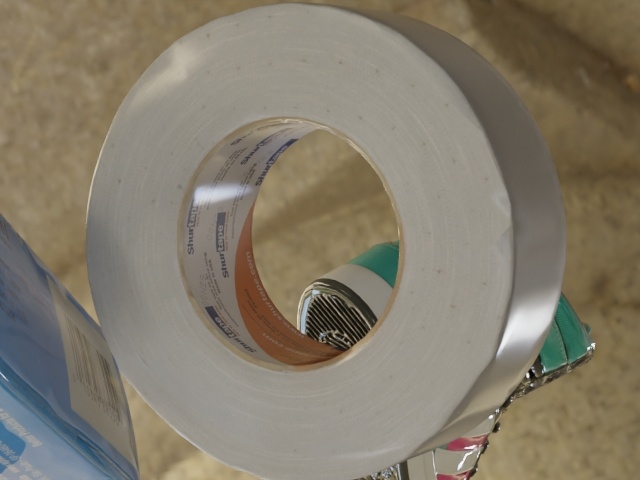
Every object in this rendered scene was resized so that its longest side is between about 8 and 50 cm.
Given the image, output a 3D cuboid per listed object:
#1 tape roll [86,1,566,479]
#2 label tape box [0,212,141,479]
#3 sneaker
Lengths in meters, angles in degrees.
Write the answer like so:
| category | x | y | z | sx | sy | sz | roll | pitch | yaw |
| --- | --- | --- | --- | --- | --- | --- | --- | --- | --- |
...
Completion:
| category | x | y | z | sx | sy | sz | roll | pitch | yaw |
| --- | --- | --- | --- | --- | --- | --- | --- | --- | --- |
| tape roll | 0.000 | 0.000 | 0.863 | 0.219 | 0.219 | 0.072 | -35 | 167 | 24 |
| label tape box | -0.296 | 0.101 | 0.960 | 0.347 | 0.115 | 0.249 | -15 | 156 | 6 |
| sneaker | 0.082 | 0.101 | 1.137 | 0.178 | 0.124 | 0.296 | -32 | 137 | -29 |
